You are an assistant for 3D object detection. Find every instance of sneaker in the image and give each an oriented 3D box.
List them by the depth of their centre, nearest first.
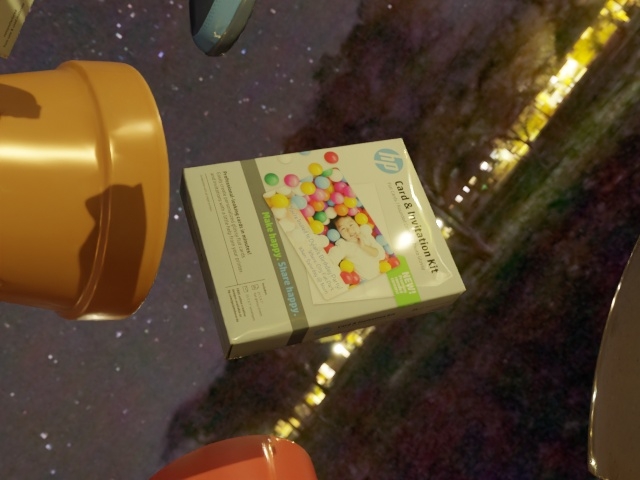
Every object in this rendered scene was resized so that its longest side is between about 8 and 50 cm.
[{"bbox_3d":[-0.061,-0.167,0.360,0.053,0.059,0.144,-9,78,55],"label":"sneaker"}]

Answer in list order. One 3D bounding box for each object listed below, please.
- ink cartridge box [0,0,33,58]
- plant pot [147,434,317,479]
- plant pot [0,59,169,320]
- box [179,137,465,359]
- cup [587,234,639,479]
[{"bbox_3d":[-0.458,-0.299,0.764,0.212,0.154,0.093,24,-89,-57],"label":"ink cartridge box"},{"bbox_3d":[-0.092,0.427,0.866,0.275,0.243,0.274,-15,-49,-17],"label":"plant pot"},{"bbox_3d":[-0.314,-0.055,0.730,0.204,0.290,0.291,0,-43,-37],"label":"plant pot"},{"bbox_3d":[0.000,0.000,0.533,0.186,0.145,0.038,-10,-25,-20],"label":"box"},{"bbox_3d":[0.389,0.074,0.582,0.331,0.331,0.236,83,-175,-80],"label":"cup"}]
